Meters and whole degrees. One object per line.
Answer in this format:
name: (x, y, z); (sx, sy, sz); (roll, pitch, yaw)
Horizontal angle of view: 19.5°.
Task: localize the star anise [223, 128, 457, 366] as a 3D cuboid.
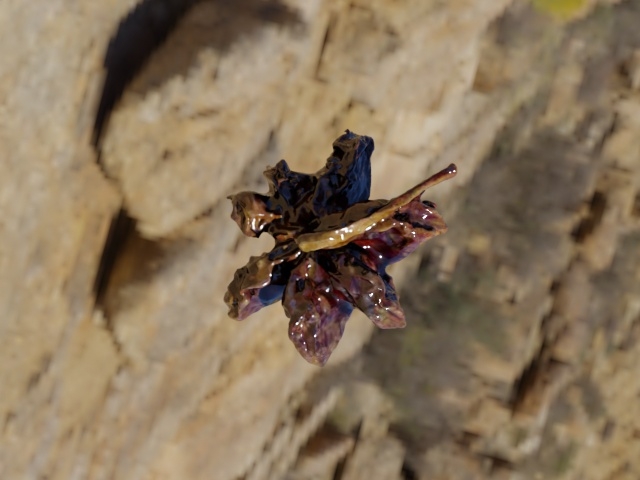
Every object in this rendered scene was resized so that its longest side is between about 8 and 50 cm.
star anise: (0.000, 0.000, 1.720); (0.126, 0.190, 0.220); (25, 84, -63)
